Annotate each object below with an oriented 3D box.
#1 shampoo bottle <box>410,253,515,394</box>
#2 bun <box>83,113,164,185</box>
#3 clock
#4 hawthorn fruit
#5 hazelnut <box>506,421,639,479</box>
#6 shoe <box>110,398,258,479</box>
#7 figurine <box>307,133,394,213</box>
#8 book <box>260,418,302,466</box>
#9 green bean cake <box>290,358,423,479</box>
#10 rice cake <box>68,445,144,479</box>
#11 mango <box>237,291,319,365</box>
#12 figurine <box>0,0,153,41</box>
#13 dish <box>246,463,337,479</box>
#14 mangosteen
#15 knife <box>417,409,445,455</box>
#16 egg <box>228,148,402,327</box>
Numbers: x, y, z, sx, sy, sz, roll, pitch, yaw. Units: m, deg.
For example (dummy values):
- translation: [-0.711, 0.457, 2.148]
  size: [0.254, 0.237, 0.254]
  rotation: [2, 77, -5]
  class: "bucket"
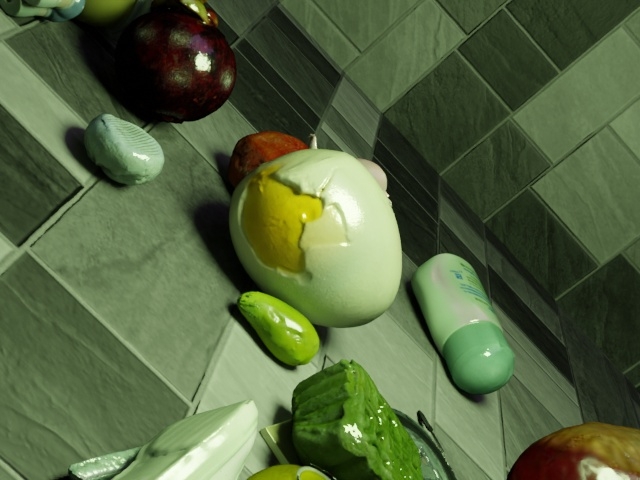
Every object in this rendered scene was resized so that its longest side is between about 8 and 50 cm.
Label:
- translation: [0.331, 0.200, 2.378]
  size: [0.222, 0.151, 0.350]
  rotation: [41, 19, -39]
  class: "shampoo bottle"
- translation: [-0.323, -0.141, 1.680]
  size: [0.141, 0.083, 0.141]
  rotation: [37, 15, -12]
  class: "bun"
- translation: [0.155, 0.392, 1.785]
  size: [0.226, 0.049, 0.226]
  rotation: [42, 22, -21]
  class: "clock"
- translation: [-0.094, -0.128, 2.052]
  size: [0.173, 0.179, 0.174]
  rotation: [-2, 93, -55]
  class: "hawthorn fruit"
- translation: [0.529, 0.542, 1.915]
  size: [0.421, 0.352, 0.421]
  rotation: [10, 77, -49]
  class: "hazelnut"
- translation: [-0.147, 0.303, 1.142]
  size: [0.363, 0.131, 0.160]
  rotation: [-34, 104, -63]
  class: "shoe"
- translation: [0.040, -0.102, 2.245]
  size: [0.284, 0.206, 0.315]
  rotation: [44, 21, 18]
  class: "figurine"
- translation: [-0.041, 0.306, 1.560]
  size: [0.077, 0.014, 0.111]
  rotation: [55, 20, 15]
  class: "book"
- translation: [0.058, 0.316, 1.556]
  size: [0.248, 0.125, 0.222]
  rotation: [53, 18, -22]
  class: "green bean cake"
- translation: [-0.223, 0.262, 1.212]
  size: [0.033, 0.033, 0.207]
  rotation: [45, 18, 21]
  class: "rice cake"
- translation: [-0.068, 0.140, 1.720]
  size: [0.165, 0.074, 0.091]
  rotation: [43, 22, -18]
  class: "mango"
- translation: [-0.445, -0.454, 1.934]
  size: [0.382, 0.224, 0.205]
  rotation: [-33, 104, -47]
  class: "figurine"
- translation: [-0.018, 0.363, 1.409]
  size: [0.207, 0.080, 0.149]
  rotation: [32, 26, -38]
  class: "dish"
- translation: [-0.262, -0.350, 1.931]
  size: [0.228, 0.265, 0.228]
  rotation: [13, -1, 0]
  class: "mangosteen"
- translation: [0.210, 0.363, 1.957]
  size: [0.023, 0.010, 0.170]
  rotation: [47, 5, -19]
  class: "knife"
- translation: [0.000, 0.000, 1.833]
  size: [0.345, 0.283, 0.283]
  rotation: [58, 17, -13]
  class: "egg"
